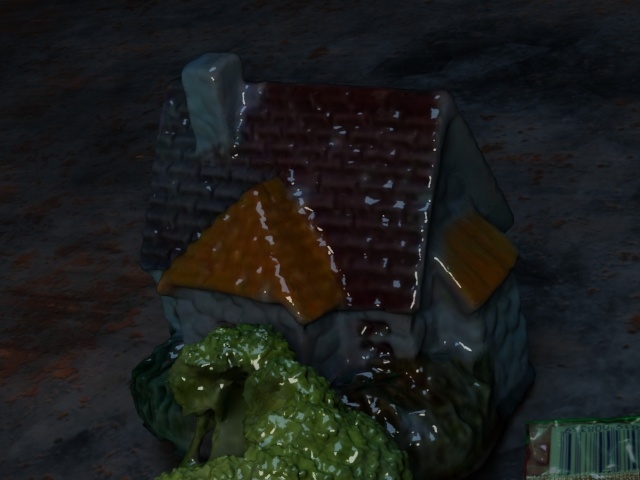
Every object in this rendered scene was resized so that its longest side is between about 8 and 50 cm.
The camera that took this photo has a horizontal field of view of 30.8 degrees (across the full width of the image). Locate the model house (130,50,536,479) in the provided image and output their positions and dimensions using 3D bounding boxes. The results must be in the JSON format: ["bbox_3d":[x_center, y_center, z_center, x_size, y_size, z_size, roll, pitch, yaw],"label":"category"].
[{"bbox_3d":[0.000,0.000,1.057,0.360,0.339,0.297,8,29,35],"label":"model house"}]

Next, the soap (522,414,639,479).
[{"bbox_3d":[0.276,0.199,0.855,0.273,0.098,0.218,-6,32,16],"label":"soap"}]

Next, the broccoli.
[{"bbox_3d":[-0.078,0.189,0.883,0.302,0.254,0.186,17,1,33],"label":"broccoli"}]
